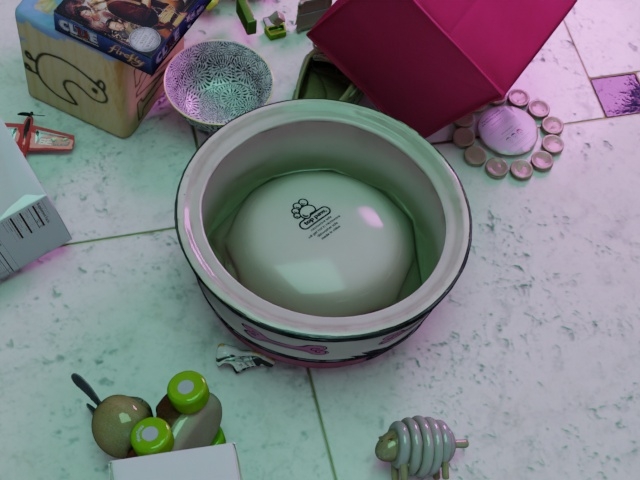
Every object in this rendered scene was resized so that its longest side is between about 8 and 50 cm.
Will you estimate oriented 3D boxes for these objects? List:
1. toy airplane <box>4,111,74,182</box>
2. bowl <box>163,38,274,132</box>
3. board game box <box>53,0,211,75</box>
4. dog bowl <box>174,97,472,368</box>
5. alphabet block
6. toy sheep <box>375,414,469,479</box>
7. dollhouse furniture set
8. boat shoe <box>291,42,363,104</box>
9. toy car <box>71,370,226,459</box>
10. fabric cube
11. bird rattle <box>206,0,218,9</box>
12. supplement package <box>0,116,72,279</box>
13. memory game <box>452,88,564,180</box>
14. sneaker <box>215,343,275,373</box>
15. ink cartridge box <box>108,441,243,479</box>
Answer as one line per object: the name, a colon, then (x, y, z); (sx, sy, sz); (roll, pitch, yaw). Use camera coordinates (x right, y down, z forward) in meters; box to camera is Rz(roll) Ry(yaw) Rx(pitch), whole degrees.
toy airplane: (-0.450, -0.134, 1.889); (0.151, 0.028, 0.151); (5, 59, -8)
bowl: (-0.158, -0.225, 1.940); (0.170, 0.080, 0.170); (2, 59, -3)
board game box: (-0.251, -0.365, 1.809); (0.165, 0.042, 0.243); (25, 59, 11)
dog bowl: (0.000, 0.000, 1.753); (0.408, 0.150, 0.407); (3, 55, -4)
alphabet block: (-0.332, -0.312, 1.911); (0.192, 0.197, 0.193); (26, 59, 12)
toy sheep: (0.135, 0.276, 1.656); (0.132, 0.091, 0.091); (1, 57, -21)
dollhouse furniture set: (-0.059, -0.382, 2.050); (0.152, 0.076, 0.058); (-16, 62, -13)
boat shoe: (0.014, -0.245, 1.962); (0.105, 0.089, 0.285); (16, 58, 5)
toy car: (-0.237, 0.232, 1.620); (0.188, 0.155, 0.149); (23, 58, 24)
fabric cube: (0.189, -0.346, 1.898); (0.259, 0.254, 0.258); (45, 60, -13)
bird rattle: (-0.163, -0.489, 2.108); (0.207, 0.143, 0.253); (9, 44, -13)
supplement package: (-0.495, -0.052, 1.744); (0.203, 0.149, 0.194); (-30, 67, -10)
memory game: (0.299, -0.172, 1.989); (0.186, 0.012, 0.186); (2, 59, -3)
sneaker: (-0.106, 0.169, 1.735); (0.083, 0.032, 0.036); (13, 83, -3)
ink cartridge box: (-0.172, 0.337, 1.512); (0.154, 0.212, 0.093); (-8, 59, -10)
